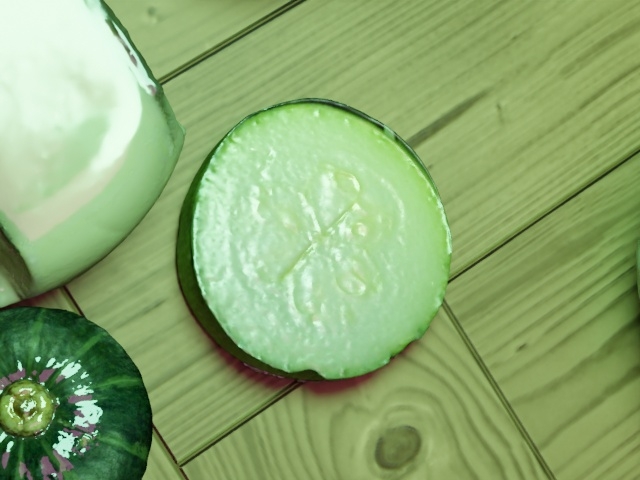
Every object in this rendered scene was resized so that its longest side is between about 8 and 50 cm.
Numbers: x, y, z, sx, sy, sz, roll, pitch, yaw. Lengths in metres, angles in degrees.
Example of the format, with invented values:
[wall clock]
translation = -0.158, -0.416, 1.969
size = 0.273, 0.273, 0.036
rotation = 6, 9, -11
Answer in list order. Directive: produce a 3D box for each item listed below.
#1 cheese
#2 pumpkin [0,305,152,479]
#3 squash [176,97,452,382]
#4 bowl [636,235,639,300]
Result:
[cheese]
translation = -0.231, -0.093, 1.155
size = 0.233, 0.127, 0.266
rotation = -36, 92, -16
[pumpkin]
translation = -0.198, 0.130, 1.135
size = 0.167, 0.125, 0.167
rotation = 7, 63, -13
[squash]
translation = -0.002, 0.001, 1.267
size = 0.219, 0.041, 0.219
rotation = 4, 78, -21
[bowl]
translation = 0.368, 0.025, 1.328
size = 0.277, 0.145, 0.277
rotation = 3, 81, -19
